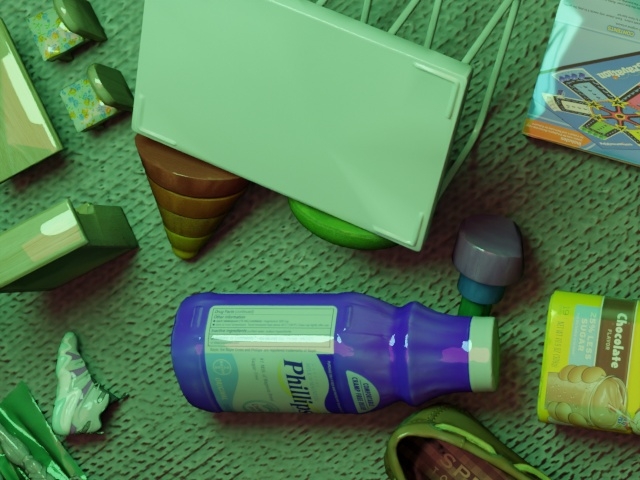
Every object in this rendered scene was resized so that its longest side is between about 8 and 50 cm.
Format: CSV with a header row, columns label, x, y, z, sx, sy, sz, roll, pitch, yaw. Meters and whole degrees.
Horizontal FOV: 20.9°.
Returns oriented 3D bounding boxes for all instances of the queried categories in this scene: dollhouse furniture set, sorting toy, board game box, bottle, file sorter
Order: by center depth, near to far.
label,x,y,z,sx,sy,sz,roll,pitch,yaw
file sorter,0.006,-0.159,1.486,0.278,0.173,0.193,23,134,11
board game box,0.331,-0.123,1.517,0.281,0.027,0.145,17,91,11
bottle,0.015,0.100,1.535,0.283,0.118,0.092,0,53,12
sorting toy,0.000,0.000,1.565,0.366,0.127,0.126,18,122,9
dollhouse furniture set,-0.280,-0.082,1.576,0.212,0.161,0.242,-27,84,11

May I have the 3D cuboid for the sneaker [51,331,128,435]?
label,x,y,z,sx,sy,sz,roll,pitch,yaw
sneaker,-0.214,0.136,1.628,0.069,0.038,0.098,4,78,-7

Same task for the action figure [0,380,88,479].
label,x,y,z,sx,sy,sz,roll,pitch,yaw
action figure,-0.248,0.256,1.615,0.232,0.063,0.137,44,78,4

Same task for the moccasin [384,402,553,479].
label,x,y,z,sx,sy,sz,roll,pitch,yaw
moccasin,0.210,0.284,1.478,0.139,0.147,0.380,-44,82,8

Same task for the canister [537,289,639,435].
label,x,y,z,sx,sy,sz,roll,pitch,yaw
canister,0.279,0.110,1.504,0.170,0.073,0.126,6,91,13
